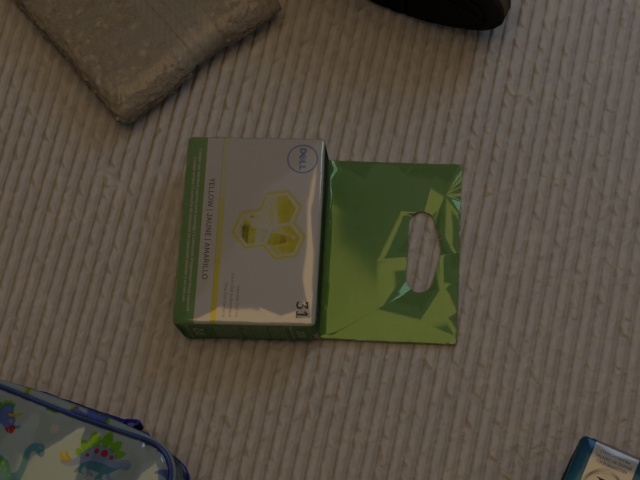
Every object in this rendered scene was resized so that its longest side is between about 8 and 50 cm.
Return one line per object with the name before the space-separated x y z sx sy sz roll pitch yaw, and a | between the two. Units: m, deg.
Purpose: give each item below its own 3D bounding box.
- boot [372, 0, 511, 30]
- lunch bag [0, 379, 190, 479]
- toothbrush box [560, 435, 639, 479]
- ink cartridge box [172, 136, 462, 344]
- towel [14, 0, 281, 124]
boot | 0.062 -0.378 1.430 0.377 0.138 0.284 30 76 19
lunch bag | -0.225 0.212 1.276 0.219 0.090 0.176 18 75 10
toothbrush box | 0.234 0.328 1.179 0.216 0.126 0.295 21 74 11
ink cartridge box | 0.000 0.000 1.348 0.235 0.056 0.171 1 71 7
towel | -0.192 -0.253 1.453 0.187 0.049 0.282 -39 74 -7
